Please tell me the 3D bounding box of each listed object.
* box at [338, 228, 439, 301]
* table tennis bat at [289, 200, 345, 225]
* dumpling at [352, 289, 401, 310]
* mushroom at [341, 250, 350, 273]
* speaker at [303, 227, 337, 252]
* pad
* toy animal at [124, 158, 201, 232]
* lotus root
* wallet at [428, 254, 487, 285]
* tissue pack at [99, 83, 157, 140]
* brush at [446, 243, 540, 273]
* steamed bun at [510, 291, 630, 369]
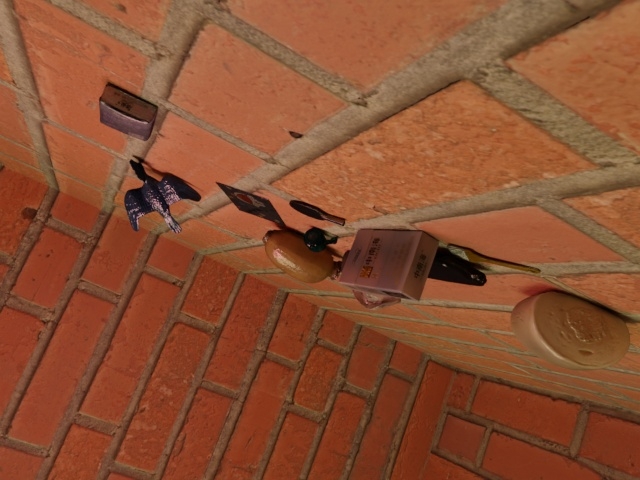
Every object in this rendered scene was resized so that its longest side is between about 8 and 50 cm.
[{"bbox_3d":[0.159,0.055,1.398,0.067,0.155,0.242,31,164,-31],"label":"box"},{"bbox_3d":[-0.010,-0.069,1.489,0.158,0.014,0.095,20,167,19],"label":"table tennis bat"},{"bbox_3d":[0.187,0.165,1.899,0.199,0.136,0.118,1,152,32],"label":"dumpling"},{"bbox_3d":[0.134,0.098,1.776,0.141,0.117,0.188,42,164,-29],"label":"mushroom"},{"bbox_3d":[0.001,0.005,1.684,0.094,0.060,0.075,18,169,17],"label":"speaker"},{"bbox_3d":[-0.199,-0.103,1.698,0.170,0.006,0.245,19,167,13],"label":"pad"},{"bbox_3d":[-0.505,-0.131,1.762,0.256,0.239,0.176,64,-167,-7],"label":"toy animal"},{"bbox_3d":[-0.062,0.059,1.863,0.303,0.131,0.146,28,168,-28],"label":"lotus root"},{"bbox_3d":[0.293,0.065,1.464,0.149,0.044,0.250,27,170,-27],"label":"wallet"},{"bbox_3d":[-0.413,-0.268,1.237,0.112,0.051,0.156,23,168,-17],"label":"tissue pack"},{"bbox_3d":[0.391,0.047,1.302,0.205,0.011,0.083,15,167,28],"label":"brush"},{"bbox_3d":[0.592,0.229,1.396,0.250,0.155,0.200,24,168,3],"label":"steamed bun"}]
